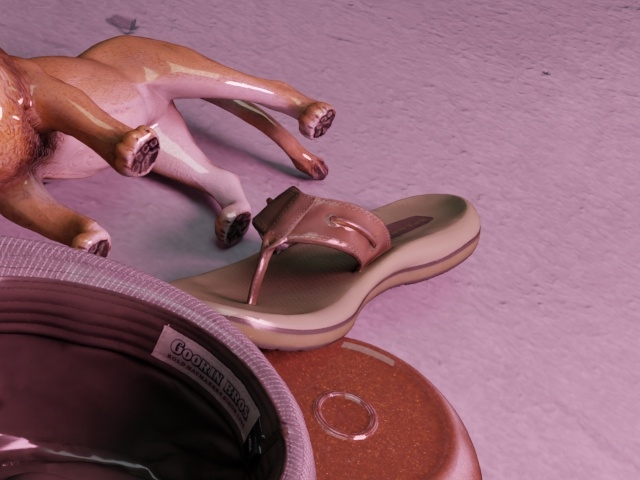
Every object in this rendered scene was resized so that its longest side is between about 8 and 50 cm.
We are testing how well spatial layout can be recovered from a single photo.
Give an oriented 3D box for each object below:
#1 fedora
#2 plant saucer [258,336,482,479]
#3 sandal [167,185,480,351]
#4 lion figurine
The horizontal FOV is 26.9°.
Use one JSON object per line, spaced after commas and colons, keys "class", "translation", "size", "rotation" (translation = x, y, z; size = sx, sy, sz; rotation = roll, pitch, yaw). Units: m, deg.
{"class": "fedora", "translation": [-0.144, 0.116, 0.683], "size": [0.276, 0.124, 0.243], "rotation": [9, 38, -28]}
{"class": "plant saucer", "translation": [0.011, 0.118, 0.829], "size": [0.199, 0.036, 0.198], "rotation": [13, 36, -9]}
{"class": "sandal", "translation": [0.000, -0.001, 0.911], "size": [0.120, 0.086, 0.303], "rotation": [13, 24, 34]}
{"class": "lion figurine", "translation": [-0.171, -0.092, 0.944], "size": [0.240, 0.142, 0.392], "rotation": [31, 16, 24]}
